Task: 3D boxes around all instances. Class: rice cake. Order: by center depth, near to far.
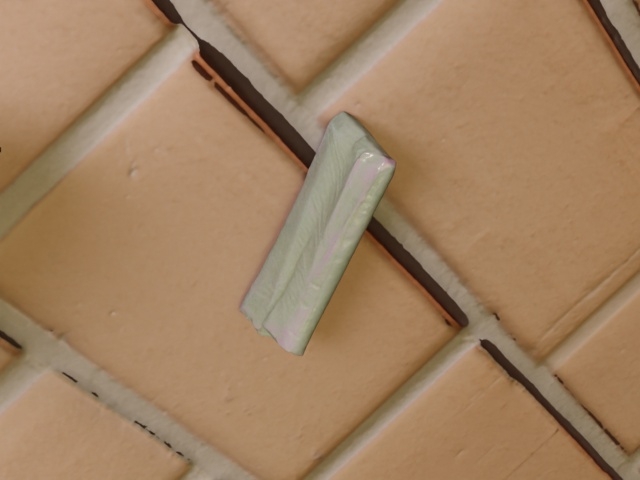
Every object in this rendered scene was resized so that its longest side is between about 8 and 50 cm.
[{"bbox_3d":[-0.001,0.000,1.601,0.042,0.080,0.222,0,126,-43],"label":"rice cake"}]
